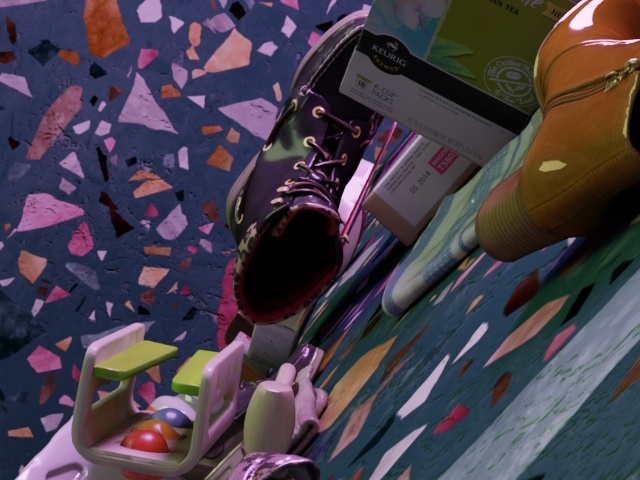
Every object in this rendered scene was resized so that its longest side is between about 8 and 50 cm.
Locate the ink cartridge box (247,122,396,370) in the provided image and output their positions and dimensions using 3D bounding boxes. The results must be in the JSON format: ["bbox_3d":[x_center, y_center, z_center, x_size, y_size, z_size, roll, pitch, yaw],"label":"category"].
[{"bbox_3d":[0.000,0.000,2.259,0.261,0.066,0.296,110,-176,-60],"label":"ink cartridge box"}]

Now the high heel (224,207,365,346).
[{"bbox_3d":[-0.029,0.027,2.767,0.377,0.127,0.181,-45,3,33],"label":"high heel"}]

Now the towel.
[{"bbox_3d":[0.174,-0.050,1.683,0.285,0.034,0.209,-46,5,45],"label":"towel"}]

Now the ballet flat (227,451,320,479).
[{"bbox_3d":[-0.065,0.241,1.293,0.079,0.077,0.221,-20,22,41],"label":"ballet flat"}]

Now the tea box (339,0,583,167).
[{"bbox_3d":[0.215,-0.318,1.852,0.329,0.220,0.323,-58,-7,-38],"label":"tea box"}]

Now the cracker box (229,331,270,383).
[{"bbox_3d":[-0.139,0.225,2.370,0.155,0.067,0.232,-55,3,5],"label":"cracker box"}]

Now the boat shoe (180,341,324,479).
[{"bbox_3d":[-0.084,0.198,1.930,0.223,0.073,0.080,-51,3,-14],"label":"boat shoe"}]

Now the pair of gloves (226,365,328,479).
[{"bbox_3d":[-0.082,0.240,1.705,0.240,0.042,0.204,-50,3,11],"label":"pair of gloves"}]

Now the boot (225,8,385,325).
[{"bbox_3d":[-0.004,-0.089,2.102,0.377,0.138,0.284,-52,18,23],"label":"boot"}]

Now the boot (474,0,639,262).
[{"bbox_3d":[0.232,-0.115,1.188,0.211,0.104,0.295,-36,18,54],"label":"boot"}]

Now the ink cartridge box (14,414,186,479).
[{"bbox_3d":[-0.322,0.403,1.732,0.384,0.160,0.279,-55,-1,28],"label":"ink cartridge box"}]

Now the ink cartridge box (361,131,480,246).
[{"bbox_3d":[0.166,-0.123,2.150,0.234,0.088,0.193,-49,2,16],"label":"ink cartridge box"}]

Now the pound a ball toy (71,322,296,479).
[{"bbox_3d":[-0.123,0.176,1.656,0.319,0.208,0.135,-38,-42,-86],"label":"pound a ball toy"}]

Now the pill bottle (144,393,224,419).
[{"bbox_3d":[-0.196,0.277,2.118,0.221,0.121,0.121,-50,3,-11],"label":"pill bottle"}]
